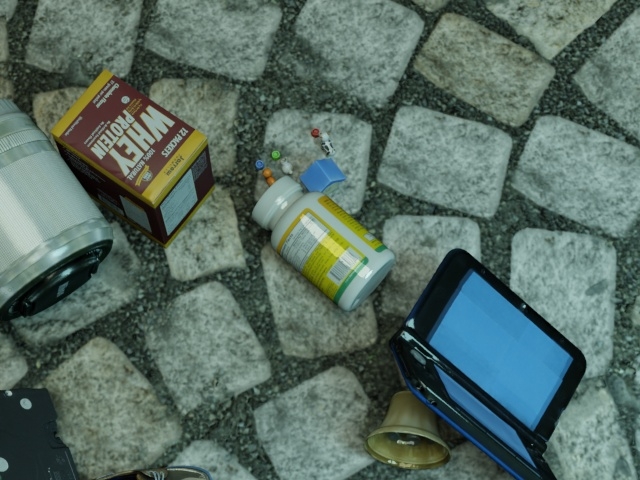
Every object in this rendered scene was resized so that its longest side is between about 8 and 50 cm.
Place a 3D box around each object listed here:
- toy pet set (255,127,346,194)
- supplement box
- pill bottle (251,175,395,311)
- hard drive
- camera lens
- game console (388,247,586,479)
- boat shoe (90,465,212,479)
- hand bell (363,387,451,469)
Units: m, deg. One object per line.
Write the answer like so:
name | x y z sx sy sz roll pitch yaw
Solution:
toy pet set | -0.024 -0.119 1.891 0.122 0.065 0.114 -32 74 -12
supplement box | -0.277 -0.119 1.815 0.191 0.194 0.129 34 72 10
pill bottle | 0.000 0.000 1.821 0.208 0.117 0.117 40 74 12
hard drive | -0.482 0.315 1.600 0.339 0.064 0.237 3 51 -48
camera lens | -0.451 -0.039 1.750 0.219 0.219 0.274 -35 85 -13
game console | 0.258 0.185 1.685 0.293 0.250 0.173 39 98 -14
boat shoe | -0.244 0.355 1.711 0.183 0.066 0.066 -8 72 -4
hand bell | 0.142 0.200 1.776 0.126 0.126 0.242 10 57 2
